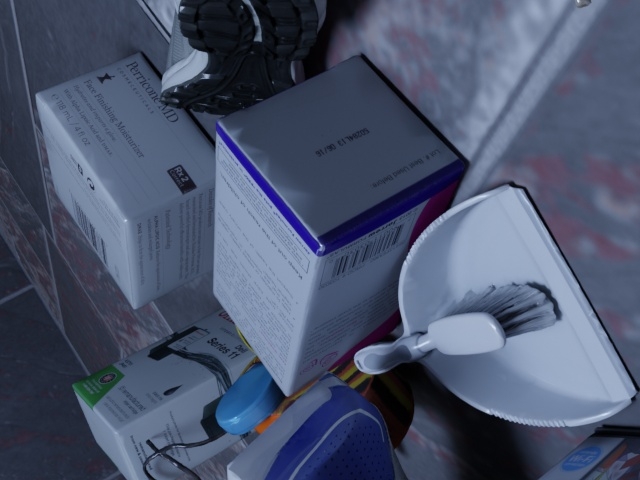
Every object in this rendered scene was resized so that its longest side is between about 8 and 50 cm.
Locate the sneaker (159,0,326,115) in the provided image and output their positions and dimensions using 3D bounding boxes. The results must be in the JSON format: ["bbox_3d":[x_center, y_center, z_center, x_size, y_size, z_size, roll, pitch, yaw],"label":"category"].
[{"bbox_3d":[-0.051,-0.152,0.586,0.271,0.100,0.108,138,135,-73],"label":"sneaker"}]

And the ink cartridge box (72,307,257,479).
[{"bbox_3d":[-0.140,0.164,0.955,0.153,0.208,0.086,18,129,56],"label":"ink cartridge box"}]

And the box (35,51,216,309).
[{"bbox_3d":[-0.190,-0.059,0.910,0.181,0.119,0.182,51,154,22],"label":"box"}]

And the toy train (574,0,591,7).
[{"bbox_3d":[0.024,-0.203,0.358,0.248,0.105,0.143,67,166,-15],"label":"toy train"}]

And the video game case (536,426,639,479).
[{"bbox_3d":[0.129,0.162,0.361,0.035,0.248,0.275,61,156,-3],"label":"video game case"}]

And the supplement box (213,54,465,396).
[{"bbox_3d":[0.000,0.000,0.608,0.114,0.111,0.220,50,154,23],"label":"supplement box"}]

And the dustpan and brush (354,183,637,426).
[{"bbox_3d":[0.084,0.061,0.571,0.147,0.060,0.211,60,156,0],"label":"dustpan and brush"}]

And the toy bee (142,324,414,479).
[{"bbox_3d":[-0.033,0.129,0.798,0.298,0.162,0.195,-2,129,31],"label":"toy bee"}]

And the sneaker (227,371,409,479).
[{"bbox_3d":[0.067,0.238,0.599,0.182,0.127,0.315,24,145,38],"label":"sneaker"}]
